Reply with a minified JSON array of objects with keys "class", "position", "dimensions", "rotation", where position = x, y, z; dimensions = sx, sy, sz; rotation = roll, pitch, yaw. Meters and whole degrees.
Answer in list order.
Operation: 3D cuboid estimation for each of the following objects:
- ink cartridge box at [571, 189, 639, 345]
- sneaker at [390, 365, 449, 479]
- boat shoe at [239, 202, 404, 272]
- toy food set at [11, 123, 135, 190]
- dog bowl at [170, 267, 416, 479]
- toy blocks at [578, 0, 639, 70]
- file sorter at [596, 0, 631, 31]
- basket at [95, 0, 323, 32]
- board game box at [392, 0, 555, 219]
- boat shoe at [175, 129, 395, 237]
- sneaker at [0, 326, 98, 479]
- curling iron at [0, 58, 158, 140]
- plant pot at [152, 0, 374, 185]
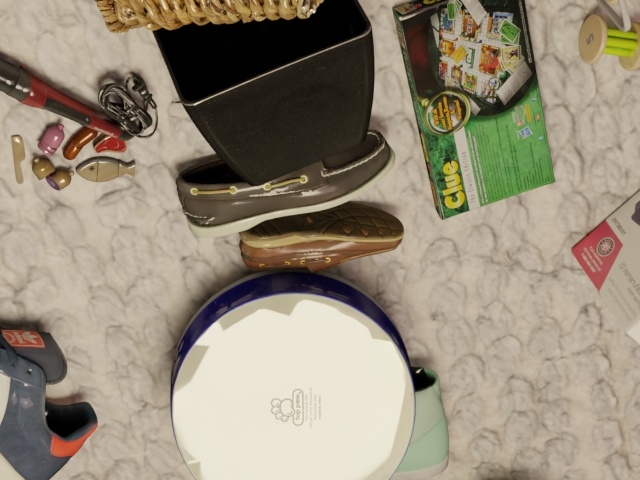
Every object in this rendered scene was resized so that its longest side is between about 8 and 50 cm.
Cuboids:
[{"class":"ink cartridge box","position":[0.419,0.002,2.069],"dimensions":[0.237,0.172,0.100],"rotation":[-42,124,12]},{"class":"sneaker","position":[0.020,0.210,2.133],"dimensions":[0.256,0.094,0.151],"rotation":[-11,121,-12]},{"class":"boat shoe","position":[0.000,0.000,2.008],"dimensions":[0.178,0.064,0.060],"rotation":[-2,128,-8]},{"class":"toy food set","position":[-0.247,-0.086,1.896],"dimensions":[0.122,0.019,0.078],"rotation":[-9,124,-12]},{"class":"dog bowl","position":[-0.030,0.167,2.022],"dimensions":[0.265,0.104,0.265],"rotation":[-1,103,-2]},{"class":"toy blocks","position":[0.358,-0.232,1.970],"dimensions":[0.148,0.054,0.123],"rotation":[6,119,-21]},{"class":"file sorter","position":[0.364,-0.355,1.809],"dimensions":[0.277,0.193,0.173],"rotation":[-25,128,0]},{"class":"basket","position":[-0.103,-0.361,1.682],"dimensions":[0.223,0.213,0.299],"rotation":[-1,125,29]},{"class":"board game box","position":[0.164,-0.150,1.980],"dimensions":[0.136,0.030,0.260],"rotation":[-19,126,-7]},{"class":"boat shoe","position":[-0.036,-0.070,1.935],"dimensions":[0.227,0.081,0.069],"rotation":[-19,130,-2]},{"class":"sneaker","position":[-0.357,0.120,1.943],"dimensions":[0.148,0.131,0.350],"rotation":[-37,131,-1]},{"class":"curling iron","position":[-0.280,-0.161,1.829],"dimensions":[0.274,0.035,0.068],"rotation":[19,104,-25]},{"class":"plant pot","position":[-0.049,-0.167,1.819],"dimensions":[0.187,0.188,0.167],"rotation":[-22,139,-3]}]
